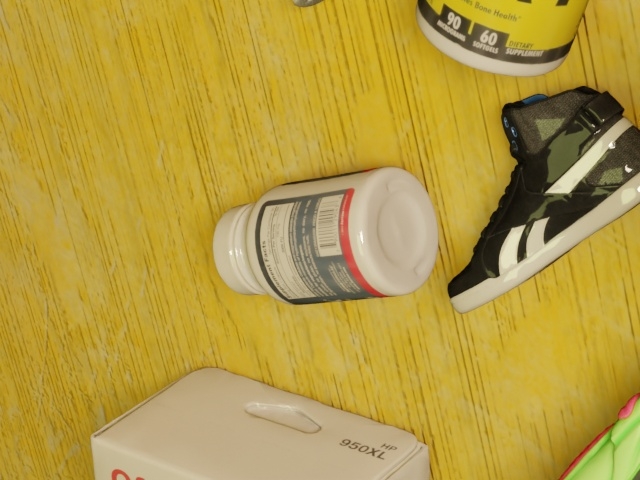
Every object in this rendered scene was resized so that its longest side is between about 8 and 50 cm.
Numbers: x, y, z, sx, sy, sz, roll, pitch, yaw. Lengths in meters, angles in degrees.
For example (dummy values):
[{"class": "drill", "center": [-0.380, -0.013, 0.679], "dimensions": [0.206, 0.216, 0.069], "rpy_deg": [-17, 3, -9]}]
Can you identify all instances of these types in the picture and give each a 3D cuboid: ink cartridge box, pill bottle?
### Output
[{"class": "ink cartridge box", "center": [-0.050, 0.355, 1.501], "dimensions": [0.285, 0.166, 0.395], "rpy_deg": [13, 118, 33]}, {"class": "pill bottle", "center": [0.000, 0.000, 1.331], "dimensions": [0.180, 0.108, 0.108], "rpy_deg": [-7, 106, 41]}, {"class": "pill bottle", "center": [0.147, -0.230, 1.091], "dimensions": [0.119, 0.119, 0.209], "rpy_deg": [33, 130, 22]}]

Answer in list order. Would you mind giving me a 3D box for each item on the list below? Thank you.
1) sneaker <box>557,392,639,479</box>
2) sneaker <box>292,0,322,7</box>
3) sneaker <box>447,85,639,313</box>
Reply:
[{"class": "sneaker", "center": [0.254, 0.258, 1.201], "dimensions": [0.202, 0.185, 0.483], "rpy_deg": [47, 133, 17]}, {"class": "sneaker", "center": [0.013, -0.253, 1.243], "dimensions": [0.061, 0.053, 0.152], "rpy_deg": [48, 127, 22]}, {"class": "sneaker", "center": [0.159, -0.042, 1.211], "dimensions": [0.217, 0.079, 0.121], "rpy_deg": [-38, 82, 35]}]
